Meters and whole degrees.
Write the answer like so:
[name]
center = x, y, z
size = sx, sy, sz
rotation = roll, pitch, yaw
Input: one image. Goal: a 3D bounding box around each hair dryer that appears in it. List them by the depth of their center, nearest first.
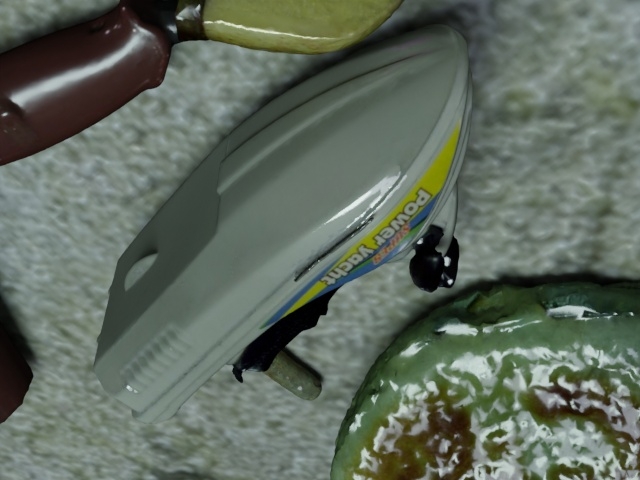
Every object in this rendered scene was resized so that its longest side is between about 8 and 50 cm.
[hair dryer]
center = -0.169, -0.035, 0.630
size = 0.340, 0.123, 0.312
rotation = -20, 131, 12

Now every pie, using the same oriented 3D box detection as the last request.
[pie]
center = 0.152, 0.159, 0.672
size = 0.302, 0.067, 0.302
rotation = 3, 106, 10

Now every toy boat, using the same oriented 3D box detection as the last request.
[toy boat]
center = -0.008, -0.001, 0.586
size = 0.269, 0.141, 0.141
rotation = -29, 116, 26

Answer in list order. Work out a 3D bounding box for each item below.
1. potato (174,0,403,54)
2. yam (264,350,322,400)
[potato]
center = -0.007, -0.126, 0.526
size = 0.103, 0.066, 0.096
rotation = 20, 83, 3
[yam]
center = -0.045, 0.069, 0.711
size = 0.116, 0.021, 0.021
rotation = 38, 124, -17
